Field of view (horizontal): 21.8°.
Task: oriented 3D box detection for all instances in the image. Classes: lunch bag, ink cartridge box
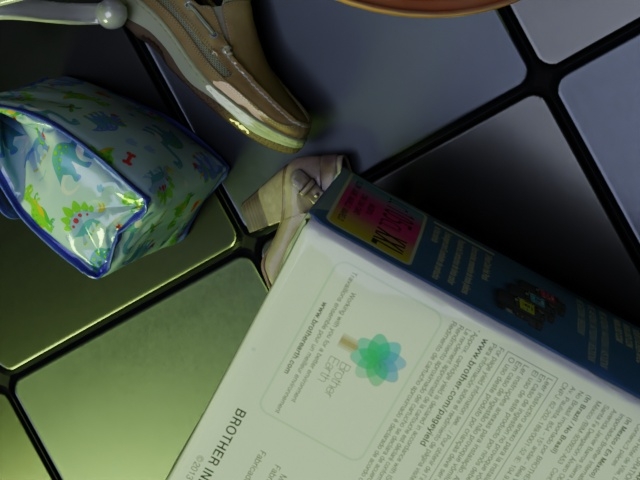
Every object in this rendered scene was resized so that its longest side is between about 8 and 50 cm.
[{"bbox_3d":[-0.163,-0.056,1.160,0.151,0.129,0.096,41,113,8],"label":"lunch bag"},{"bbox_3d":[0.116,0.170,1.055,0.395,0.151,0.270,29,110,2],"label":"ink cartridge box"}]

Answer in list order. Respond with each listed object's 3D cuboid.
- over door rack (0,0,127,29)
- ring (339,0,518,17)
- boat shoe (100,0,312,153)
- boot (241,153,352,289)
[{"bbox_3d":[-0.146,-0.268,1.075,0.324,0.108,0.240,-10,84,41],"label":"over door rack"},{"bbox_3d":[0.046,-0.291,0.959,0.336,0.032,0.337,2,83,-19],"label":"ring"},{"bbox_3d":[-0.070,-0.141,1.140,0.190,0.068,0.072,42,103,9],"label":"boat shoe"},{"bbox_3d":[0.000,0.000,1.155,0.087,0.042,0.118,-21,100,18],"label":"boot"}]
